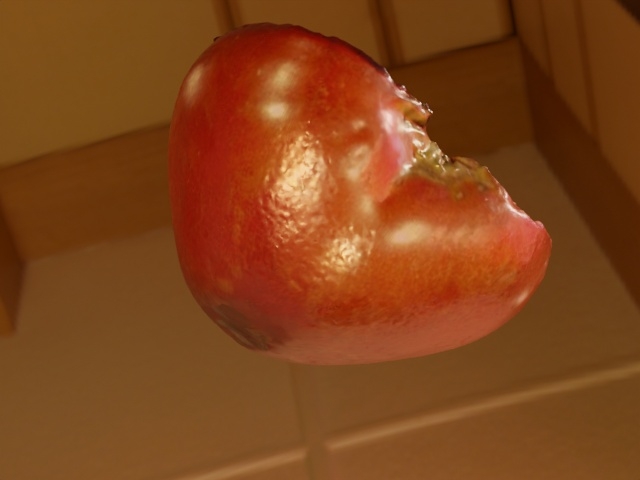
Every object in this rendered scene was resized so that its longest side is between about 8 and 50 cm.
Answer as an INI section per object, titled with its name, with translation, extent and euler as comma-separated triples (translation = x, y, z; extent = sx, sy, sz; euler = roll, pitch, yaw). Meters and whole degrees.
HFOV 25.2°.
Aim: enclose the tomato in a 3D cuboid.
[tomato]
translation = 0.000, 0.000, 0.800
extent = 0.139, 0.233, 0.200
euler = -54, -169, -20
